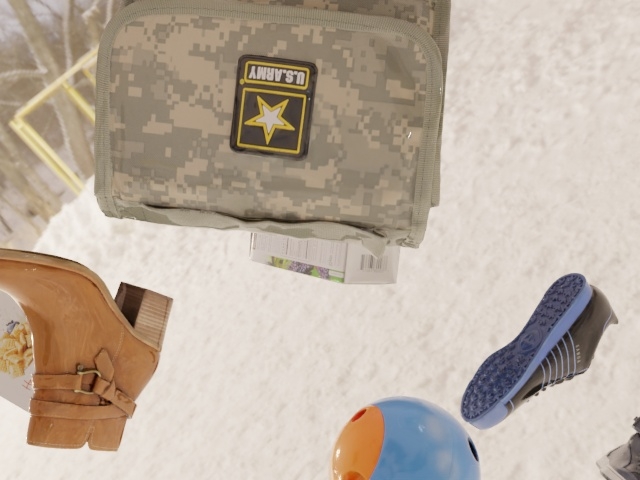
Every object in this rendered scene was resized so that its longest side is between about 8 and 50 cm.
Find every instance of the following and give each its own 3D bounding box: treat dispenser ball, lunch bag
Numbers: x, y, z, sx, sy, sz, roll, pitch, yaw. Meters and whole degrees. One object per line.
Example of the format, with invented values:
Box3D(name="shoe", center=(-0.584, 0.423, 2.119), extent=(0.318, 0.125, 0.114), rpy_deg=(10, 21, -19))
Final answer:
Box3D(name="treat dispenser ball", center=(0.158, 0.441, 1.329), extent=(0.288, 0.288, 0.288), rpy_deg=(-33, 22, 15))
Box3D(name="lunch bag", center=(-0.026, -0.132, 0.535), extent=(0.169, 0.236, 0.286), rpy_deg=(94, -178, -62))

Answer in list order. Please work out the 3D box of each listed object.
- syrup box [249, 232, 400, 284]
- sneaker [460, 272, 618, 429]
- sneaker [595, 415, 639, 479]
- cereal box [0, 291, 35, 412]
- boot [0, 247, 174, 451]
Box3D(name="syrup box", center=(0.000, 0.000, 0.996), extent=(0.237, 0.093, 0.096), rpy_deg=(8, 94, 53))
Box3D(name="sneaker", center=(0.275, 0.153, 0.864), extent=(0.232, 0.090, 0.081), rpy_deg=(-49, 19, 0))
Box3D(name="sneaker", center=(0.495, 0.316, 1.027), extent=(0.163, 0.086, 0.226), rpy_deg=(-42, -10, 8))
Box3D(name="cereal box", center=(-0.501, 0.202, 1.228), extent=(0.173, 0.240, 0.047), rpy_deg=(-60, 10, -20))
Box3D(name="boot", center=(-0.222, 0.095, 0.588), extent=(0.073, 0.197, 0.152), rpy_deg=(4, 73, 50))
